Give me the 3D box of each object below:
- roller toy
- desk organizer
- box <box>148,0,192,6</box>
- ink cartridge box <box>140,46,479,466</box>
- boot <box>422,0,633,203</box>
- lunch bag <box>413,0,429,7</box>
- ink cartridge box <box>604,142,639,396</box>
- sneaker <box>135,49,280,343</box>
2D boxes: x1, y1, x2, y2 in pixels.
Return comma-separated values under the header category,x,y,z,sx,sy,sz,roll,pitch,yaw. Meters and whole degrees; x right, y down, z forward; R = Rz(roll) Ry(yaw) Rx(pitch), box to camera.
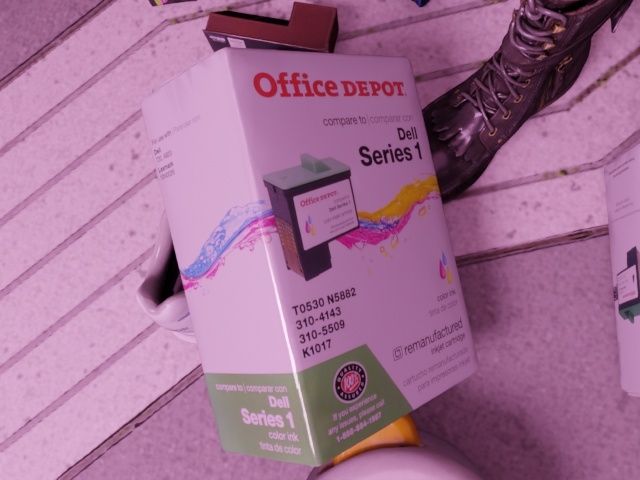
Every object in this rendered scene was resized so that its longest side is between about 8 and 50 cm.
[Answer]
category,x,y,z,sx,sy,sz,roll,pitch,yaw
roller toy,0.066,0.257,0.494,0.191,0.146,0.209,28,85,8
desk organizer,-0.049,-0.217,0.625,0.130,0.047,0.050,12,81,7
box,-0.166,-0.304,0.640,0.052,0.062,0.083,-7,82,3
ink cartridge box,0.000,0.000,0.481,0.117,0.201,0.278,-12,91,47
boot,0.156,-0.145,0.502,0.263,0.229,0.091,-42,80,-2
lunch bag,0.107,-0.298,0.611,0.065,0.067,0.098,40,86,9
ink cartridge box,0.351,0.028,0.527,0.161,0.092,0.219,-2,81,6
sneaker,-0.078,-0.046,0.561,0.111,0.129,0.296,16,82,11
